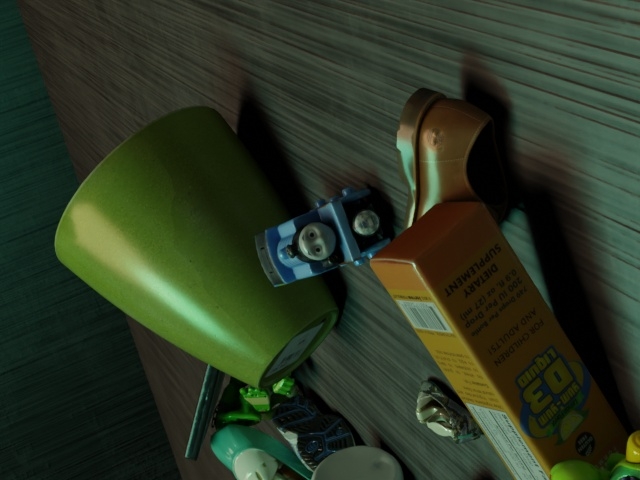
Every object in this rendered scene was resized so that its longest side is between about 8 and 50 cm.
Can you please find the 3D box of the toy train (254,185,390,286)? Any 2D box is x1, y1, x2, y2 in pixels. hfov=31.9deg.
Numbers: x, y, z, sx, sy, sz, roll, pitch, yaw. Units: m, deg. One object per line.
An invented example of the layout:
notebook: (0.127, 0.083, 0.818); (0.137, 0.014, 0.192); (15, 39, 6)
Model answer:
toy train: (0.000, 0.000, 1.163); (0.080, 0.105, 0.184); (67, 163, -2)

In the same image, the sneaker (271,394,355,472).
sneaker: (0.007, 0.289, 1.573); (0.081, 0.080, 0.211); (57, 172, -26)

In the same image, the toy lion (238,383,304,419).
toy lion: (-0.082, 0.247, 1.712); (0.034, 0.096, 0.100); (59, 166, -23)

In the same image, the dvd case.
dvd case: (-0.159, 0.201, 1.712); (0.253, 0.022, 0.180); (-78, 3, -75)

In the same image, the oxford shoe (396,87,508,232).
oxford shoe: (0.112, -0.017, 0.885); (0.076, 0.076, 0.212); (18, 140, 30)

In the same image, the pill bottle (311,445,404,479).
pill bottle: (0.061, 0.374, 1.423); (0.117, 0.117, 0.208); (41, 149, 54)

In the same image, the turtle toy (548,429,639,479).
turtle toy: (0.218, 0.183, 0.766); (0.130, 0.066, 0.095); (22, 138, 32)

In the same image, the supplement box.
supplement box: (0.138, 0.086, 0.831); (0.233, 0.078, 0.080); (56, 161, -15)

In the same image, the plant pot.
plant pot: (-0.125, 0.033, 1.380); (0.293, 0.275, 0.275); (44, 156, 15)

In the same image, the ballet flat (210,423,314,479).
ballet flat: (-0.054, 0.350, 1.615); (0.247, 0.083, 0.087); (31, -161, -1)

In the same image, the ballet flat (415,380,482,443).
ballet flat: (0.120, 0.174, 1.137); (0.114, 0.041, 0.041); (32, 141, 62)

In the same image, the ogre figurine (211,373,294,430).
ogre figurine: (-0.096, 0.204, 1.654); (0.197, 0.096, 0.118); (111, 169, -51)
